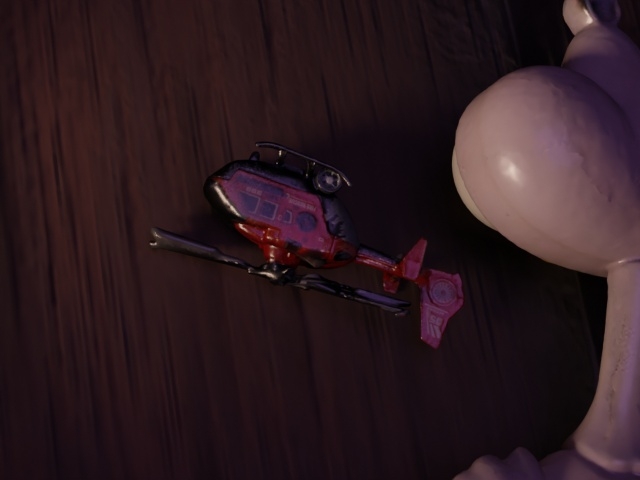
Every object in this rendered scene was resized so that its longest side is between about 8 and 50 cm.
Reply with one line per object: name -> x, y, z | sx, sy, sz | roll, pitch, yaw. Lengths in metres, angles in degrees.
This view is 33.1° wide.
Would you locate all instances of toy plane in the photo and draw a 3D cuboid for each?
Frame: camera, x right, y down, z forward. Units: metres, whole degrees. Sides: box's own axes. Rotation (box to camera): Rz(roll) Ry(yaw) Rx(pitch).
toy plane -> 0.000, 0.000, 0.489 | 0.145, 0.037, 0.060 | 22, 73, -6

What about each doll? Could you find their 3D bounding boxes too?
doll -> 0.126, 0.055, 0.471 | 0.160, 0.094, 0.365 | 9, 72, -21
